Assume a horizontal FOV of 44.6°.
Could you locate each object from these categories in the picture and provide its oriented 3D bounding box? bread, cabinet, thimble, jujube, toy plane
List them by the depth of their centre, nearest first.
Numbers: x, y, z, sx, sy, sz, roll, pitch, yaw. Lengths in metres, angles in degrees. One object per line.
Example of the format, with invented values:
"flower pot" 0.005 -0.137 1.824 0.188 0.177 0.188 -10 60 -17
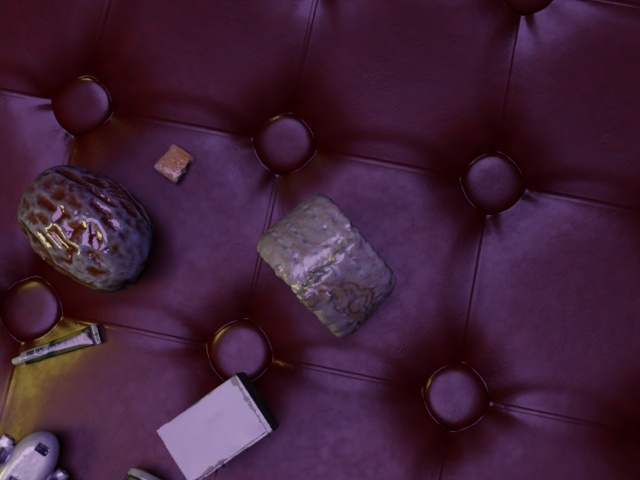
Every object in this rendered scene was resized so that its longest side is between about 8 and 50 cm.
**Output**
"thimble" 0.016 0.051 1.664 0.195 0.291 0.291 -43 82 -4
"cabinet" -0.218 0.406 1.688 0.206 0.145 0.150 -34 82 -3
"toy plane" -0.660 0.522 1.703 0.244 0.117 0.245 0 89 -14
"jujube" -0.506 -0.017 1.714 0.308 0.247 0.215 27 40 17
"bread" -0.345 -0.183 1.840 0.070 0.035 0.083 31 77 5

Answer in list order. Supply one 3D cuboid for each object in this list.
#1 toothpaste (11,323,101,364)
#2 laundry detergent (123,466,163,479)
"toothpaste" -0.603 0.244 1.782 0.204 0.031 0.049 -18 81 -4
"laundry detergent" -0.416 0.607 1.664 0.099 0.070 0.226 32 62 -11
